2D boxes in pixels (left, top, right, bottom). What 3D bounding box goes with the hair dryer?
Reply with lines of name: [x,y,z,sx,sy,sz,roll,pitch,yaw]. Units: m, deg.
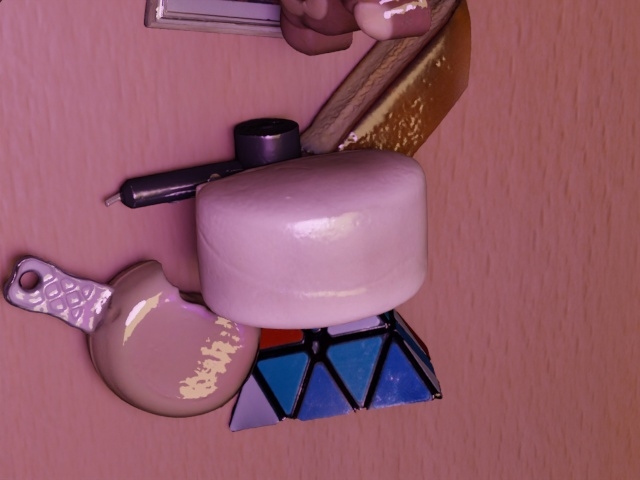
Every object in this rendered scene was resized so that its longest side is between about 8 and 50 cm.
hair dryer: [-0.120,-0.052,1.312,0.219,0.071,0.124,-10,110,-22]

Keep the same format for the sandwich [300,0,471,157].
sandwich: [0.087,-0.163,1.386,0.258,0.094,0.096,-50,119,-8]

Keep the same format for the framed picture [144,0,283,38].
framed picture: [-0.069,-0.346,1.277,0.216,0.016,0.273,-2,106,-31]

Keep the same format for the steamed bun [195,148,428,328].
steamed bun: [0.000,0.000,1.251,0.241,0.164,0.146,-13,114,-21]

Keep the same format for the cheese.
cheese: [-0.194,0.085,1.293,0.286,0.082,0.163,30,87,-34]

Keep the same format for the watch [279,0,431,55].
watch: [0.108,-0.348,1.179,0.326,0.335,0.314,-23,116,-15]

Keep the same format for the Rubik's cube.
Rubik's cube: [0.054,0.094,1.469,0.234,0.284,0.250,9,66,-53]
